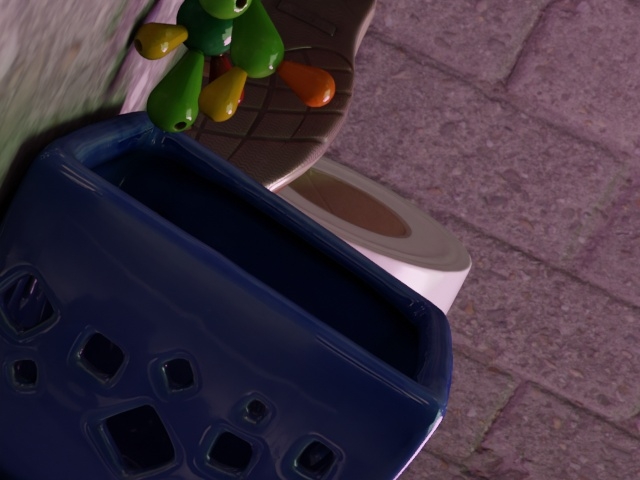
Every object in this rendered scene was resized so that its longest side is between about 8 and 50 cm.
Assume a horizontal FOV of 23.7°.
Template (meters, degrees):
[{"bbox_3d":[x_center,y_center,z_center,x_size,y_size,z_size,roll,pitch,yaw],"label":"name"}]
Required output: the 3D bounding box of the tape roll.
[{"bbox_3d":[0.000,0.000,1.486,0.100,0.286,0.286,-63,180,16],"label":"tape roll"}]

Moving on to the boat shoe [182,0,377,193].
[{"bbox_3d":[-0.040,-0.106,1.139,0.116,0.123,0.324,-61,180,42],"label":"boat shoe"}]

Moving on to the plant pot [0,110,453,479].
[{"bbox_3d":[-0.080,0.083,0.835,0.212,0.236,0.236,-56,-179,12],"label":"plant pot"}]

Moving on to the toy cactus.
[{"bbox_3d":[-0.030,-0.164,0.840,0.180,0.112,0.219,-84,-170,-63],"label":"toy cactus"}]
